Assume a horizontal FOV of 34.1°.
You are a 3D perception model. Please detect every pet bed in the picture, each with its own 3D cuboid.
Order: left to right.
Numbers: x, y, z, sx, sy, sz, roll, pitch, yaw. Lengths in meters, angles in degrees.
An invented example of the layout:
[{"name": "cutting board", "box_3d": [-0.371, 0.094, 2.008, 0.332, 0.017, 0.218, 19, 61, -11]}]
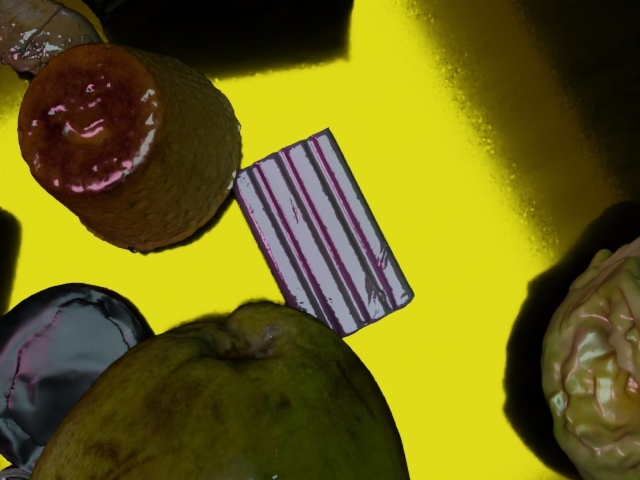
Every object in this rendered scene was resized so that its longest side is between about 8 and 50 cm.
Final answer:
[{"name": "pet bed", "box_3d": [-0.254, 0.145, 1.053, 0.201, 0.053, 0.201, 0, 87, -4]}]

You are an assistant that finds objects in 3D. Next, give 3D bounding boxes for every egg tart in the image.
[{"name": "egg tart", "box_3d": [-0.191, -0.093, 0.995, 0.202, 0.147, 0.203, -2, 84, 16]}]

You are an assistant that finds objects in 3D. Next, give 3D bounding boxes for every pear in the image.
[{"name": "pear", "box_3d": [-0.082, 0.267, 0.921, 0.351, 0.352, 0.414, 3, 100, -4]}]

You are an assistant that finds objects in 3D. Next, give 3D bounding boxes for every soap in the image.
[{"name": "soap", "box_3d": [0.000, 0.000, 1.068, 0.122, 0.065, 0.203, -26, 90, -3]}]

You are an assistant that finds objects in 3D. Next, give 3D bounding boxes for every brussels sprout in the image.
[{"name": "brussels sprout", "box_3d": [0.378, 0.118, 0.989, 0.343, 0.268, 0.344, 0, 81, 1]}]

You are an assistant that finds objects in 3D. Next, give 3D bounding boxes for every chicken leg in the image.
[{"name": "chicken leg", "box_3d": [-0.322, -0.224, 1.058, 0.197, 0.069, 0.085, 26, 85, 4]}]

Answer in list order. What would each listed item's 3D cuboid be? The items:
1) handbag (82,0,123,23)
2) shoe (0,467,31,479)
[{"name": "handbag", "box_3d": [-0.093, -0.308, 0.946, 0.325, 0.327, 0.163, -6, 87, -5]}, {"name": "shoe", "box_3d": [-0.295, 0.312, 1.020, 0.071, 0.099, 0.169, -12, 89, -7]}]
